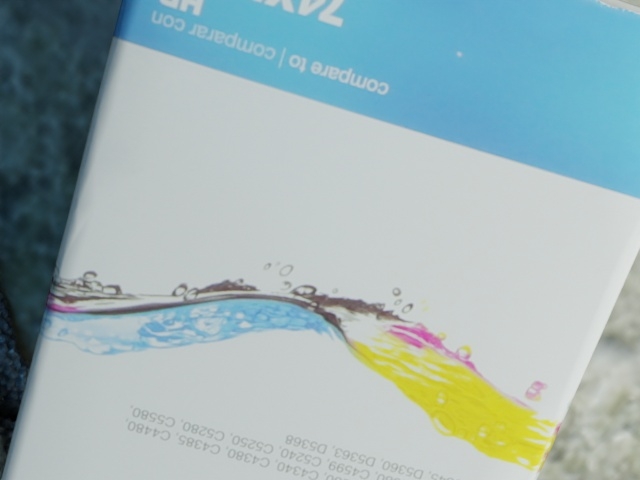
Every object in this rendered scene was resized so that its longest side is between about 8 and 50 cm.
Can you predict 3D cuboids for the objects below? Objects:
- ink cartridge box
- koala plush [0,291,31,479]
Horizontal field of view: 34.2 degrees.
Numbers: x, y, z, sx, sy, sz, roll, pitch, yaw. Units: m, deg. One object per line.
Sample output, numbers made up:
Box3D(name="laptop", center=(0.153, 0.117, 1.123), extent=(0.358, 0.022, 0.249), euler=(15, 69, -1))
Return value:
Box3D(name="ink cartridge box", center=(0.000, 0.000, 0.455), extent=(0.197, 0.198, 0.270), euler=(16, 107, -7))
Box3D(name="koala plush", center=(-0.226, 0.133, 0.482), extent=(0.196, 0.221, 0.203), euler=(-25, 107, 7))
